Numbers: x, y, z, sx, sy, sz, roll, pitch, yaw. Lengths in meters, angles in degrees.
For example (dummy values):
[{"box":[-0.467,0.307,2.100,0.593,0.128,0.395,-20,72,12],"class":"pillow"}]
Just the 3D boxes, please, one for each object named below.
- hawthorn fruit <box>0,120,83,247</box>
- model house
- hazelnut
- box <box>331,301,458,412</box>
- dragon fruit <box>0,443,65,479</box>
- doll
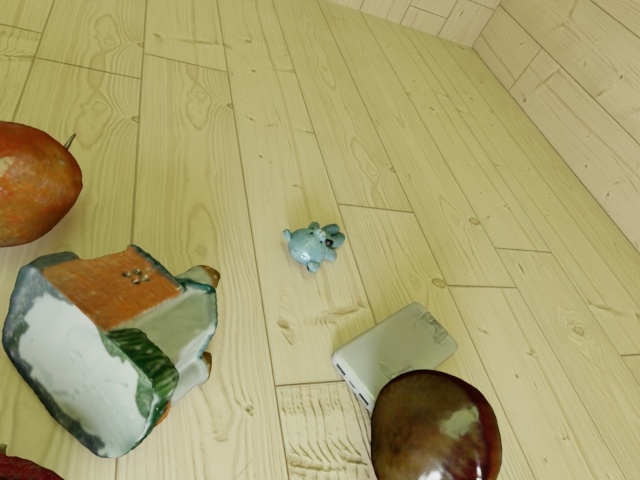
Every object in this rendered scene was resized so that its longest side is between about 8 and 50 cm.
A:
[{"box":[-0.511,-0.110,0.737,0.211,0.210,0.262,32,36,2],"class":"hawthorn fruit"},{"box":[-0.272,0.134,0.689,0.271,0.190,0.301,37,29,13],"class":"model house"},{"box":[0.189,0.337,0.709,0.230,0.229,0.229,14,46,-16],"class":"hazelnut"},{"box":[0.162,0.229,0.893,0.285,0.044,0.142,-21,61,-38],"class":"box"},{"box":[-0.376,0.352,0.446,0.317,0.152,0.205,23,24,13],"class":"dragon fruit"},{"box":[0.001,-0.003,0.993,0.180,0.075,0.120,-28,71,-41],"class":"doll"}]
